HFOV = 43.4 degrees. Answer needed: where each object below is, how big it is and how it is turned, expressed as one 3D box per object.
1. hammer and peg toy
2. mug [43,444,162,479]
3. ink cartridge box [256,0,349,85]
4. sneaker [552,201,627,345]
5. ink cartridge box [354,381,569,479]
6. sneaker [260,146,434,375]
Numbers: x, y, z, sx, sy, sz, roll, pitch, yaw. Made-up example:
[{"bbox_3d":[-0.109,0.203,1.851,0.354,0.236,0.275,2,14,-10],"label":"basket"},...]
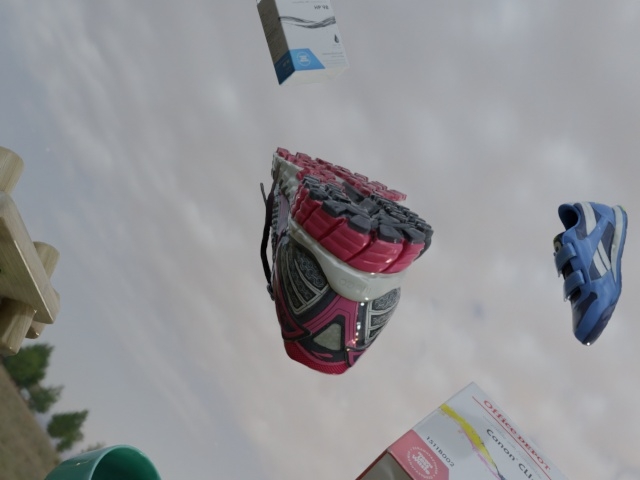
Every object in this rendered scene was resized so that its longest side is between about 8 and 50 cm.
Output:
[{"bbox_3d":[-0.405,0.020,0.819,0.266,0.127,0.361,15,-29,0],"label":"hammer and peg toy"},{"bbox_3d":[-0.235,0.303,0.859,0.097,0.129,0.158,-19,-78,22],"label":"mug"},{"bbox_3d":[-0.034,-0.345,1.286,0.060,0.104,0.180,-28,-104,59],"label":"ink cartridge box"},{"bbox_3d":[0.231,0.026,0.710,0.059,0.144,0.053,17,-33,0],"label":"sneaker"},{"bbox_3d":[0.119,0.188,0.638,0.115,0.198,0.067,47,-60,16],"label":"ink cartridge box"},{"bbox_3d":[0.000,0.000,0.629,0.121,0.112,0.299,21,12,-5],"label":"sneaker"}]
